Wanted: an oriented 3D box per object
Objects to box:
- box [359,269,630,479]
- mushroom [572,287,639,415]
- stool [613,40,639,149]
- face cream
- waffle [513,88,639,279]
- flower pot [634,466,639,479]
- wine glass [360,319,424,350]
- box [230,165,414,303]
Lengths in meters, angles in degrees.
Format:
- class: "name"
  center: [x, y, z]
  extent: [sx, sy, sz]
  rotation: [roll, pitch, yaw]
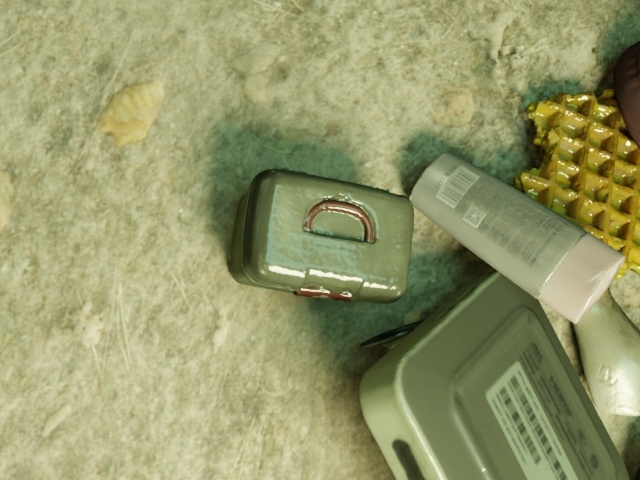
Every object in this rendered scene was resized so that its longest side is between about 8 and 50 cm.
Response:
- class: "box"
  center: [0.232, 0.244, 1.073]
  extent: [0.373, 0.090, 0.367]
  rotation: [-31, 95, -51]
- class: "mushroom"
  center: [0.398, 0.130, 1.236]
  extent: [0.116, 0.093, 0.225]
  rotation: [-9, 80, -33]
- class: "stool"
  center: [0.573, -0.207, 1.284]
  extent: [0.272, 0.178, 0.272]
  rotation: [16, 57, -27]
- class: "face cream"
  center: [0.243, -0.010, 1.141]
  extent: [0.269, 0.073, 0.107]
  rotation: [36, 84, 22]
- class: "waffle"
  center: [0.388, -0.085, 1.263]
  extent: [0.281, 0.058, 0.301]
  rotation: [43, 56, -1]
- class: "flower pot"
  center: [0.516, 0.368, 1.186]
  extent: [0.157, 0.189, 0.243]
  rotation: [-42, 107, -29]
- class: "wine glass"
  center: [0.125, 0.208, 1.116]
  extent: [0.093, 0.093, 0.202]
  rotation: [-21, 89, -23]
- class: "box"
  center: [0.000, 0.000, 1.083]
  extent: [0.210, 0.129, 0.148]
  rotation: [10, 78, -19]
